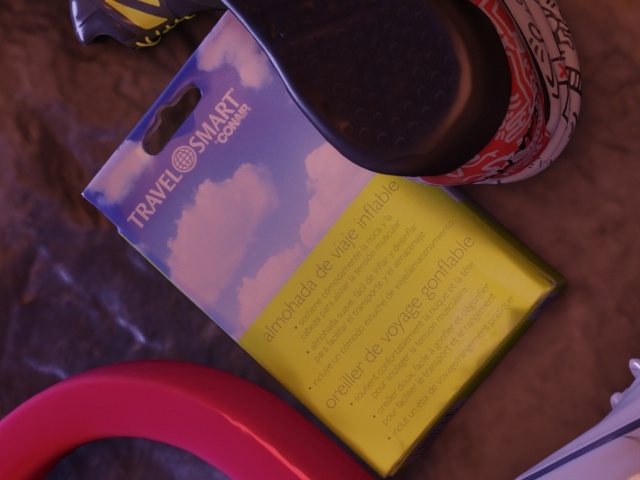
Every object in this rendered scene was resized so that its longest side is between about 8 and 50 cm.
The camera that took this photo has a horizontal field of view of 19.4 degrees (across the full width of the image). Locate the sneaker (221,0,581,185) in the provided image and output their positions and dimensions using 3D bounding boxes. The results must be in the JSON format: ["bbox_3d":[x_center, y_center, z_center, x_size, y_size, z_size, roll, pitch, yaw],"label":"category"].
[{"bbox_3d":[-0.001,-0.129,0.738,0.090,0.145,0.270,-42,70,19],"label":"sneaker"}]

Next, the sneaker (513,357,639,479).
[{"bbox_3d":[0.161,0.055,0.715,0.258,0.094,0.091,-30,47,5],"label":"sneaker"}]

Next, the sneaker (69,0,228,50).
[{"bbox_3d":[-0.071,-0.101,0.816,0.083,0.031,0.035,3,103,20],"label":"sneaker"}]

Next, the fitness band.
[{"bbox_3d":[-0.034,0.181,0.769,0.291,0.054,0.209,41,108,12],"label":"fitness band"}]

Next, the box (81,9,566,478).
[{"bbox_3d":[0.000,0.000,0.782,0.178,0.042,0.109,42,100,12],"label":"box"}]
